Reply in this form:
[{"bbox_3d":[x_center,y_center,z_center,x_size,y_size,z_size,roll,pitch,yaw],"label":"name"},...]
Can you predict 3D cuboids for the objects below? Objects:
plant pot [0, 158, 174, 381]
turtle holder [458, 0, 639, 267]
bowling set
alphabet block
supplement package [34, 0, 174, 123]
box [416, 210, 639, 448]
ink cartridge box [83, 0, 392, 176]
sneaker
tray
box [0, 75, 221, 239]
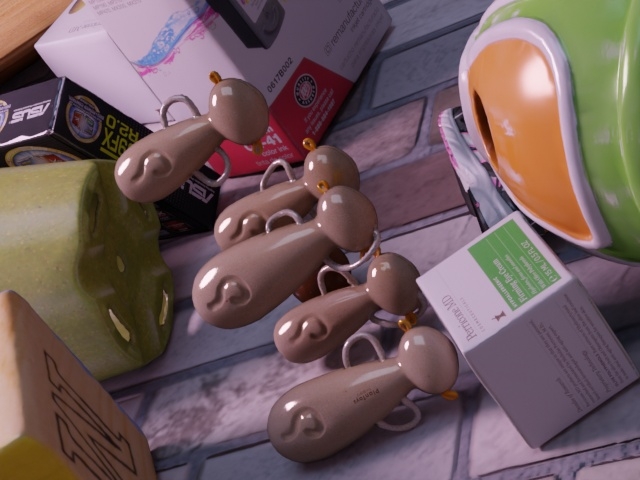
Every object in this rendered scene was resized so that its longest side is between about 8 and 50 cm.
[{"bbox_3d":[-0.276,0.040,1.244,0.254,0.276,0.276,-12,36,17],"label":"plant pot"},{"bbox_3d":[0.235,-0.128,0.938,0.227,0.243,0.320,6,56,46],"label":"turtle holder"},{"bbox_3d":[0.000,0.000,1.070,0.154,0.287,0.200,-31,2,24],"label":"bowling set"},{"bbox_3d":[-0.232,0.192,1.025,0.192,0.193,0.197,-36,30,3],"label":"alphabet block"},{"bbox_3d":[-0.188,-0.261,1.663,0.139,0.134,0.244,-4,43,42],"label":"supplement package"},{"bbox_3d":[0.133,0.057,0.935,0.087,0.102,0.101,-36,31,4],"label":"box"},{"bbox_3d":[-0.090,-0.248,1.379,0.131,0.306,0.226,-6,42,41],"label":"ink cartridge box"},{"bbox_3d":[0.148,-0.050,1.120,0.077,0.072,0.178,-21,40,2],"label":"sneaker"},{"bbox_3d":[-0.347,-0.304,1.874,0.411,0.076,0.203,-32,5,5],"label":"tray"},{"bbox_3d":[-0.265,-0.058,1.375,0.270,0.216,0.060,-10,62,36],"label":"box"}]
